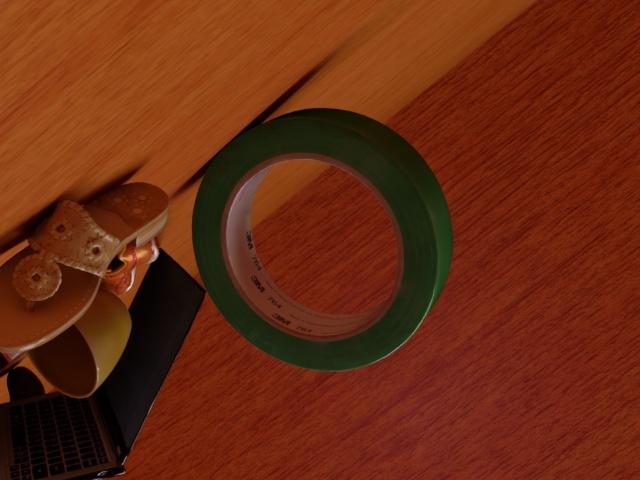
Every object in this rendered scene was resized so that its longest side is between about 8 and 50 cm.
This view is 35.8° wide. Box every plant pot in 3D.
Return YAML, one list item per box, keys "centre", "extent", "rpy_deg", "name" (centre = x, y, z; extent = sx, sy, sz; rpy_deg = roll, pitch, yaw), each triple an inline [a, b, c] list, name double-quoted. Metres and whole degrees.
- centre: [-0.289, 0.111, 1.220]
  extent: [0.095, 0.134, 0.134]
  rpy_deg: [-37, 179, -45]
  name: "plant pot"

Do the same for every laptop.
- centre: [-0.392, 0.188, 1.490]
  extent: [0.408, 0.236, 0.382]
  rpy_deg: [-10, -168, -17]
  name: "laptop"

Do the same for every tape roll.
- centre: [0.000, 0.000, 1.225]
  extent: [0.321, 0.321, 0.077]
  rpy_deg: [-38, 180, 27]
  name: "tape roll"

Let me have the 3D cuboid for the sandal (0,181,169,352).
- centre: [-0.208, -0.008, 0.842]
  extent: [0.240, 0.088, 0.079]
  rpy_deg: [-49, 157, -50]
  name: "sandal"

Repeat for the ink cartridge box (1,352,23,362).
- centre: [-0.407, 0.136, 1.365]
  extent: [0.063, 0.029, 0.115]
  rpy_deg: [-39, 180, -42]
  name: "ink cartridge box"

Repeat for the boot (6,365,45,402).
- centre: [-0.528, 0.291, 1.694]
  extent: [0.106, 0.219, 0.082]
  rpy_deg: [9, 119, -39]
  name: "boot"

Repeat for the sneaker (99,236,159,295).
- centre: [-0.258, 0.026, 1.229]
  extent: [0.067, 0.064, 0.175]
  rpy_deg: [-12, 162, -32]
  name: "sneaker"
